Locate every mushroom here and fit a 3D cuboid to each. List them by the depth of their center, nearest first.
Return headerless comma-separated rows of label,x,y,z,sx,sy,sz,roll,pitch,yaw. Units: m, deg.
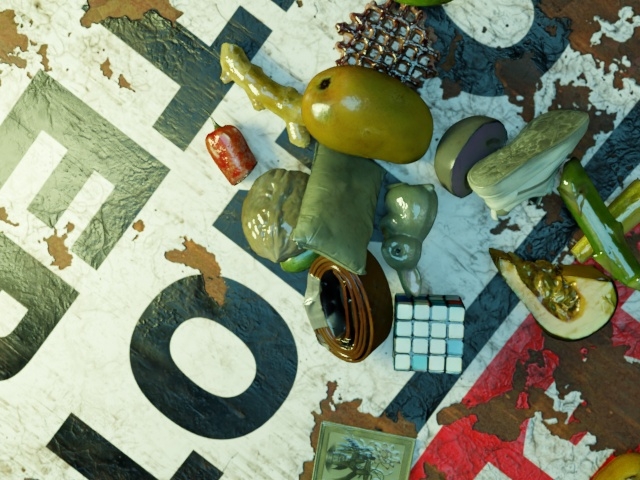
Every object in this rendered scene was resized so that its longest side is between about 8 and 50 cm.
mushroom,0.320,-0.197,1.832,0.117,0.141,0.188,41,97,33

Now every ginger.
ginger,-0.112,-0.339,1.875,0.299,0.065,0.118,41,92,2

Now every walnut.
walnut,-0.087,-0.053,1.840,0.178,0.178,0.230,3,60,4

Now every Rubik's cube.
Rubik's cube,0.240,0.206,1.867,0.155,0.151,0.154,2,95,5

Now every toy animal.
toy animal,0.189,-0.002,1.828,0.125,0.127,0.251,5,82,-1

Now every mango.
mango,0.110,-0.262,1.783,0.317,0.211,0.173,20,55,-26

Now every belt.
belt,0.061,0.139,1.862,0.184,0.105,0.261,9,117,34

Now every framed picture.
framed picture,0.102,0.531,1.984,0.231,0.010,0.173,9,98,4

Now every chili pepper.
chili pepper,-0.218,-0.222,1.887,0.086,0.084,0.192,-34,98,-9

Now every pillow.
pillow,0.044,-0.075,1.796,0.185,0.075,0.302,26,54,-18

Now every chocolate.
chocolate,0.646,-0.037,1.840,0.219,0.085,0.085,-44,92,8

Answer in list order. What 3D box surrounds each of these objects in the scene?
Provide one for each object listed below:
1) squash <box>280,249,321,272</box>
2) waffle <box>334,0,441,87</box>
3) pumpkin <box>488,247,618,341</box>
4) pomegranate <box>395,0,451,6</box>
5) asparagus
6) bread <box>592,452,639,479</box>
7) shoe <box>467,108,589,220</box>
squash,0.000,0.000,1.901,0.219,0.068,0.077,-42,85,7
waffle,0.144,-0.426,1.849,0.234,0.055,0.221,-21,94,2
pumpkin,0.526,0.089,1.835,0.190,0.139,0.280,-36,96,12
pomegranate,0.185,-0.621,1.740,0.340,0.260,0.260,6,98,35
asparagus,0.604,-0.018,1.779,0.085,0.082,0.343,-32,88,37
bread,0.701,0.615,1.880,0.195,0.142,0.270,26,96,4
shoe,0.469,-0.154,1.820,0.316,0.124,0.159,-31,124,-12
